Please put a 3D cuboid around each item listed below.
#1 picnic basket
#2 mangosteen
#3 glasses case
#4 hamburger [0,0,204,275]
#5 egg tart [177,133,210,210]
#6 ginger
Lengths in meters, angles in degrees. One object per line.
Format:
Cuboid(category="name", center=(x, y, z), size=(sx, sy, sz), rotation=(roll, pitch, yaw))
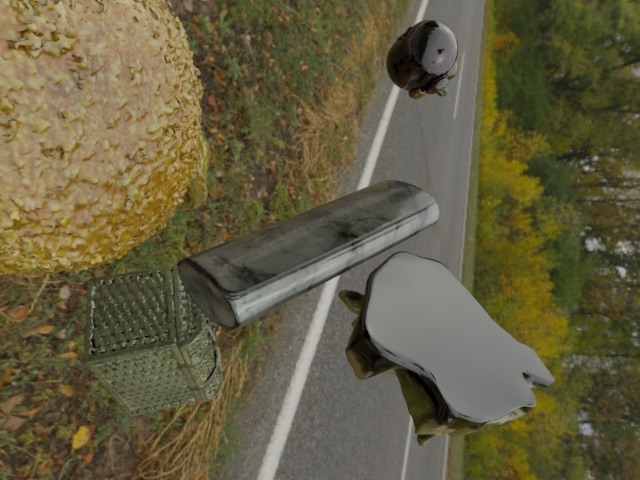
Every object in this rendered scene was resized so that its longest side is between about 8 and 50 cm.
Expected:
Cuboid(category="picnic basket", center=(-0.225, 0.146, 0.652), size=(0.196, 0.154, 0.134), rotation=(92, -17, -50))
Cuboid(category="mangosteen", center=(0.191, -0.319, 0.815), size=(0.140, 0.140, 0.140), rotation=(-1, 90, -67))
Cuboid(category="glasses case", center=(0.000, 0.000, 0.508), size=(0.299, 0.114, 0.060), rotation=(-25, 123, -35))
Cuboid(category="hamburger", center=(-0.232, -0.111, 0.384), size=(0.276, 0.179, 0.294), rotation=(-36, 130, -44))
Cuboid(category="egg tart", center=(-0.346, -0.219, 1.005), size=(0.128, 0.319, 0.318), rotation=(-46, 134, -31))
Cuboid(category="ginger", center=(0.186, 0.211, 0.799), size=(0.413, 0.358, 0.211), rotation=(-22, 149, -54))
